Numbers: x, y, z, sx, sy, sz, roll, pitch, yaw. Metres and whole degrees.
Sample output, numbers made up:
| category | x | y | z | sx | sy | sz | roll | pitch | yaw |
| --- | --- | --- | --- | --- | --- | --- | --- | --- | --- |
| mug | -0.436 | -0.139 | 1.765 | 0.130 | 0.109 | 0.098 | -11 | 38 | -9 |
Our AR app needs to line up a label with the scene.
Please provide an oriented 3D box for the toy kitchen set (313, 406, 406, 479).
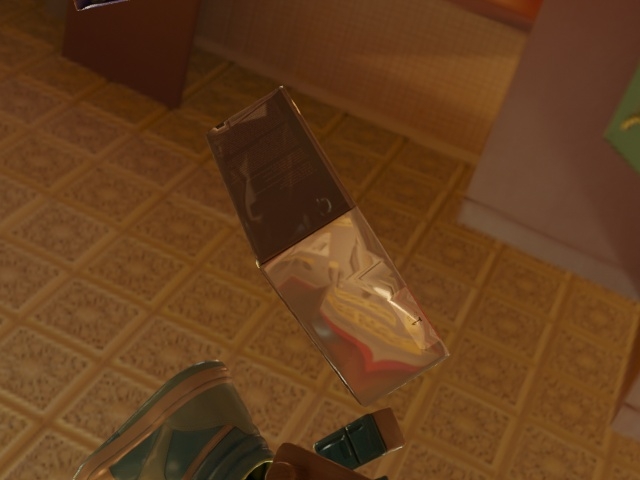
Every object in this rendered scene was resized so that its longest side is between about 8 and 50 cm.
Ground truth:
| category | x | y | z | sx | sy | sz | roll | pitch | yaw |
| --- | --- | --- | --- | --- | --- | --- | --- | --- | --- |
| toy kitchen set | 0.034 | 0.330 | 1.258 | 0.166 | 0.122 | 0.207 | -9 | -111 | -43 |

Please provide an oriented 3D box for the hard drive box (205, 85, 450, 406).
| category | x | y | z | sx | sy | sz | roll | pitch | yaw |
| --- | --- | --- | --- | --- | --- | --- | --- | --- | --- |
| hard drive box | 0.000 | 0.000 | 0.910 | 0.089 | 0.181 | 0.232 | -32 | -144 | 3 |

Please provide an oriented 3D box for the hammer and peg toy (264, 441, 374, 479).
| category | x | y | z | sx | sy | sz | roll | pitch | yaw |
| --- | --- | --- | --- | --- | --- | --- | --- | --- | --- |
| hammer and peg toy | 0.065 | 0.397 | 1.139 | 0.361 | 0.266 | 0.127 | 19 | 171 | 24 |

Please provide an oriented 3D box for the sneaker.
| category | x | y | z | sx | sy | sz | roll | pitch | yaw |
| --- | --- | --- | --- | --- | --- | --- | --- | --- | --- |
| sneaker | -0.186 | 0.326 | 1.349 | 0.208 | 0.319 | 0.127 | 52 | -155 | 21 |

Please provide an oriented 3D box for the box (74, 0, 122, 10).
| category | x | y | z | sx | sy | sz | roll | pitch | yaw |
| --- | --- | --- | --- | --- | --- | --- | --- | --- | --- |
| box | -0.261 | -0.307 | 1.294 | 0.081 | 0.028 | 0.136 | -13 | -163 | -6 |
